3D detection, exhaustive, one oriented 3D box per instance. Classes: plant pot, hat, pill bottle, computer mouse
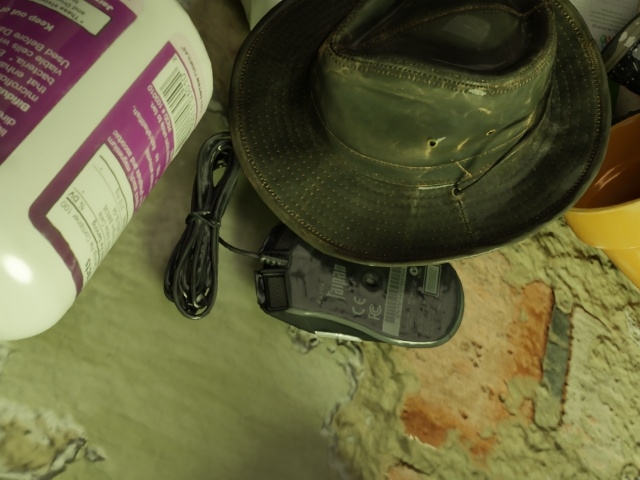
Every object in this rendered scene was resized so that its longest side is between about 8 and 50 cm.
[{"bbox_3d":[0.395,-0.024,0.797,0.188,0.205,0.205,54,53,-18],"label":"plant pot"},{"bbox_3d":[0.084,-0.137,0.568,0.331,0.134,0.332,0,75,1],"label":"hat"},{"bbox_3d":[-0.208,-0.044,0.473,0.169,0.169,0.302,35,56,-12],"label":"pill bottle"},{"bbox_3d":[0.000,0.000,0.640,0.261,0.060,0.184,9,69,-13],"label":"computer mouse"}]

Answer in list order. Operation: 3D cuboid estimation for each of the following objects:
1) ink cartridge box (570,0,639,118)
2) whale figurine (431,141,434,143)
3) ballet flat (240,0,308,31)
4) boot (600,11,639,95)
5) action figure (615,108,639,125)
[{"bbox_3d":[0.309,-0.298,0.927,0.188,0.097,0.256,2,102,-29],"label":"ink cartridge box"},{"bbox_3d":[0.174,-0.119,0.760,0.216,0.141,0.272,40,31,-25],"label":"whale figurine"},{"bbox_3d":[-0.005,-0.221,0.713,0.280,0.095,0.096,28,70,-16],"label":"ballet flat"},{"bbox_3d":[0.473,-0.229,0.881,0.236,0.085,0.179,-39,79,-15],"label":"boot"},{"bbox_3d":[0.489,-0.148,0.956,0.185,0.099,0.285,35,60,-20],"label":"action figure"}]
